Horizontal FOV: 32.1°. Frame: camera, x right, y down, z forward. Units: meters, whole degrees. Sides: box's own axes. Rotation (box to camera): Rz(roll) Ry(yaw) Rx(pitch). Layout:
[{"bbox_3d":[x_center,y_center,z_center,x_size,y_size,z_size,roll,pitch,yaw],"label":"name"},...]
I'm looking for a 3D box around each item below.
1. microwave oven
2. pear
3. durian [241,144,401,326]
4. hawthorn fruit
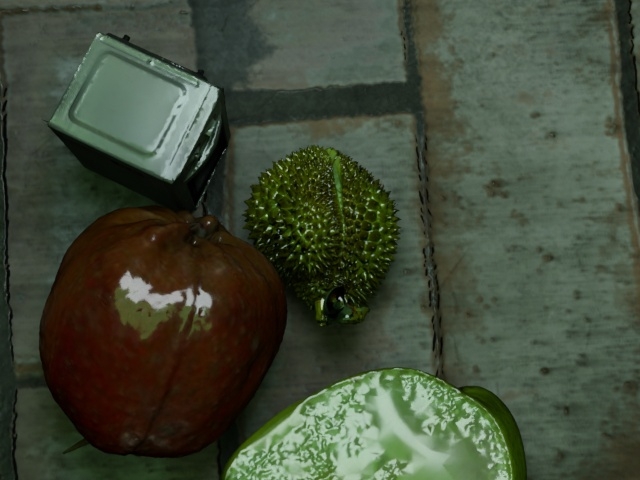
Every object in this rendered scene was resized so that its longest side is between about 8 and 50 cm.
[{"bbox_3d":[-0.185,-0.125,1.211,0.163,0.205,0.129,27,81,2],"label":"microwave oven"},{"bbox_3d":[0.079,0.259,1.176,0.286,0.176,0.282,40,76,13],"label":"pear"},{"bbox_3d":[0.007,-0.008,1.234,0.159,0.146,0.198,-35,91,-22],"label":"durian"},{"bbox_3d":[-0.161,0.093,1.160,0.258,0.258,0.261,-3,92,-2],"label":"hawthorn fruit"}]
